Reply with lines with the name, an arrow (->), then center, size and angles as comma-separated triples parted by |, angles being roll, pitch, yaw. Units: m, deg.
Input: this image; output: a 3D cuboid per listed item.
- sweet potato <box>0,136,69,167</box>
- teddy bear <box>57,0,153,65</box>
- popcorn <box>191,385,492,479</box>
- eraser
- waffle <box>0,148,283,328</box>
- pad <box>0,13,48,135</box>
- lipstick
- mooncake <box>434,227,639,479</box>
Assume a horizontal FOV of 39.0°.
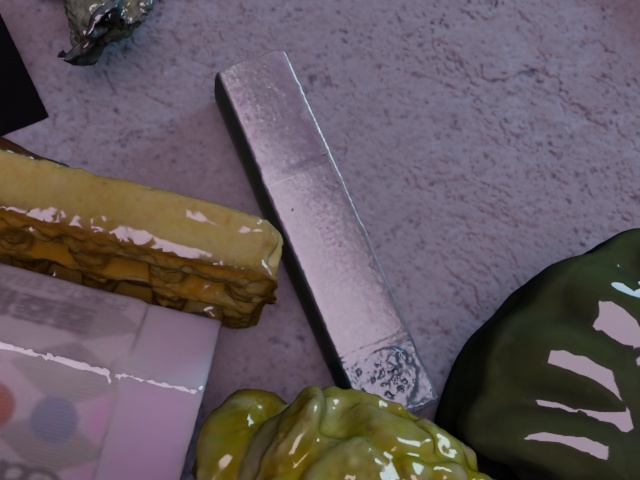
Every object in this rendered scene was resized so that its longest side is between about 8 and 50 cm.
sweet potato -> -0.267, -0.065, 0.748 | 0.117, 0.049, 0.049 | 4, 77, -19
teddy bear -> -0.178, -0.236, 0.766 | 0.133, 0.111, 0.213 | -24, 67, 30
popcorn -> 0.005, 0.219, 0.630 | 0.259, 0.259, 0.212 | 19, 54, -4
eraser -> -0.291, 0.114, 0.667 | 0.396, 0.082, 0.213 | 14, 95, -5
waffle -> -0.163, 0.000, 0.684 | 0.274, 0.168, 0.057 | 15, 71, -3
pad -> -0.334, -0.119, 0.727 | 0.190, 0.004, 0.127 | -25, 122, -13
lipstick -> 0.000, 0.000, 0.756 | 0.066, 0.068, 0.317 | -22, 82, -11
mooncake -> 0.276, 0.164, 0.704 | 0.351, 0.187, 0.351 | 2, 75, -7
